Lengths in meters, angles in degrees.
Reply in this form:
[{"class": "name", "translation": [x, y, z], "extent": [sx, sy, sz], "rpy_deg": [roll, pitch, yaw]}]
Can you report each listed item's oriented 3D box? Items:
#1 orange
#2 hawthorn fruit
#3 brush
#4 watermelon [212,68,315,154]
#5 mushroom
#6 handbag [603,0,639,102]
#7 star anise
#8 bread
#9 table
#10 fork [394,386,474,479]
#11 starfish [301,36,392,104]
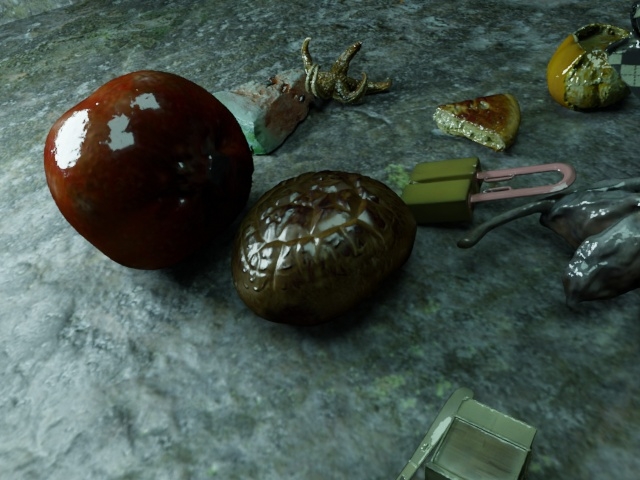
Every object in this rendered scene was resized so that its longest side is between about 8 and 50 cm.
[{"class": "orange", "translation": [0.472, -0.299, 0.919], "extent": [0.156, 0.134, 0.157], "rpy_deg": [-17, 34, 12]}, {"class": "hawthorn fruit", "translation": [-0.262, -0.105, 0.788], "extent": [0.311, 0.295, 0.295], "rpy_deg": [1, 44, 16]}, {"class": "brush", "translation": [0.236, -0.076, 0.755], "extent": [0.233, 0.047, 0.103], "rpy_deg": [-2, 42, 32]}, {"class": "watermelon", "translation": [-0.098, -0.268, 1.066], "extent": [0.154, 0.095, 0.241], "rpy_deg": [26, 51, 27]}, {"class": "mushroom", "translation": [0.000, 0.000, 0.700], "extent": [0.253, 0.153, 0.253], "rpy_deg": [-13, 34, 9]}, {"class": "handbag", "translation": [0.591, -0.175, 0.642], "extent": [0.415, 0.180, 0.317], "rpy_deg": [3, 41, -14]}, {"class": "star anise", "translation": [0.387, 0.004, 0.602], "extent": [0.359, 0.139, 0.316], "rpy_deg": [-20, 33, -13]}, {"class": "bread", "translation": [0.294, -0.215, 0.926], "extent": [0.136, 0.054, 0.154], "rpy_deg": [-37, 53, -23]}, {"class": "table", "translation": [0.150, 0.207, 0.496], "extent": [0.079, 0.062, 0.083], "rpy_deg": [19, 51, 30]}, {"class": "fork", "translation": [0.091, 0.223, 0.528], "extent": [0.034, 0.028, 0.219], "rpy_deg": [18, 46, 39]}, {"class": "starfish", "translation": [0.051, -0.345, 1.093], "extent": [0.189, 0.074, 0.146], "rpy_deg": [8, 56, -11]}]
